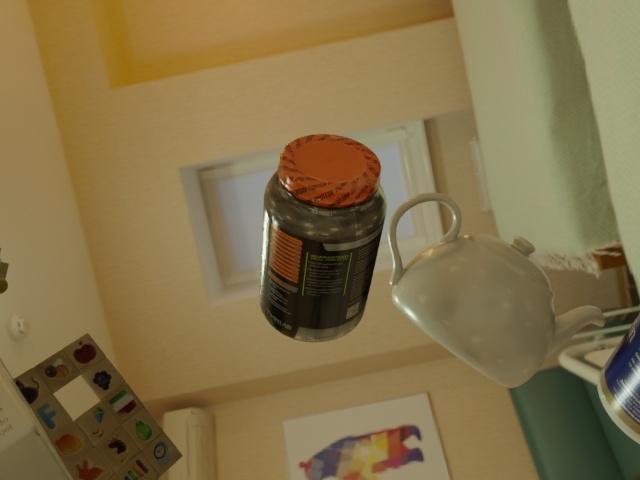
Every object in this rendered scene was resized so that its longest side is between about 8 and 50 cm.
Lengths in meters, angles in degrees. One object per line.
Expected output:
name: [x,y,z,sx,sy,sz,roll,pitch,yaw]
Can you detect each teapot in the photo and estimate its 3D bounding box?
teapot: [0.237,0.072,0.878,0.256,0.187,0.252,29,-172,-47]

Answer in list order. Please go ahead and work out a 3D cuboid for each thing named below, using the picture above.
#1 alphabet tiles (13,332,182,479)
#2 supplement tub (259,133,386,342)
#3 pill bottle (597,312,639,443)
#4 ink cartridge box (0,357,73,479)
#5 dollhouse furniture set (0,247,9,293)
alphabet tiles: [-0.300,0.242,0.681,0.198,0.009,0.237,52,-137,2]
supplement tub: [0.000,0.000,0.596,0.117,0.117,0.190,-100,14,-47]
pill bottle: [0.443,0.113,0.686,0.153,0.153,0.265,-100,18,-51]
ink cartridge box: [-0.280,0.129,0.396,0.212,0.154,0.093,32,142,40]
dollhouse furniture set: [-0.690,0.149,0.975,0.198,0.303,0.286,-52,37,35]
